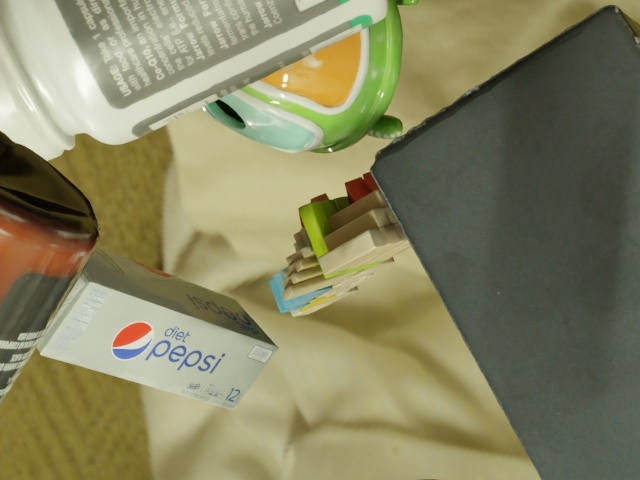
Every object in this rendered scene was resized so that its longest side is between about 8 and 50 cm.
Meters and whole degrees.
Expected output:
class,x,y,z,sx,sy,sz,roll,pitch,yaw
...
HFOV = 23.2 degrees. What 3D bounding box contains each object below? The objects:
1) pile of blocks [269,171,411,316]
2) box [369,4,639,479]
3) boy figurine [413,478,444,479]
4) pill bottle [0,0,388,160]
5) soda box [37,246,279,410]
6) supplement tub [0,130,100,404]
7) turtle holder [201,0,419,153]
class,x,y,z,sx,sy,sz,roll,pitch,yaw
pile of blocks,0.000,0.000,1.795,0.149,0.112,0.362,-18,170,-22
box,0.349,0.061,1.604,0.297,0.480,0.472,-33,167,20
boy figurine,0.021,0.194,0.734,0.092,0.177,0.285,-50,168,21
pill bottle,-0.141,-0.208,1.336,0.361,0.204,0.204,-25,132,2
soda box,-0.178,0.085,1.587,0.286,0.098,0.091,24,106,-48
supplement tub,-0.172,0.049,0.572,0.106,0.106,0.198,25,102,-39
turtle holder,-0.056,-0.235,1.816,0.227,0.320,0.243,0,121,-36
